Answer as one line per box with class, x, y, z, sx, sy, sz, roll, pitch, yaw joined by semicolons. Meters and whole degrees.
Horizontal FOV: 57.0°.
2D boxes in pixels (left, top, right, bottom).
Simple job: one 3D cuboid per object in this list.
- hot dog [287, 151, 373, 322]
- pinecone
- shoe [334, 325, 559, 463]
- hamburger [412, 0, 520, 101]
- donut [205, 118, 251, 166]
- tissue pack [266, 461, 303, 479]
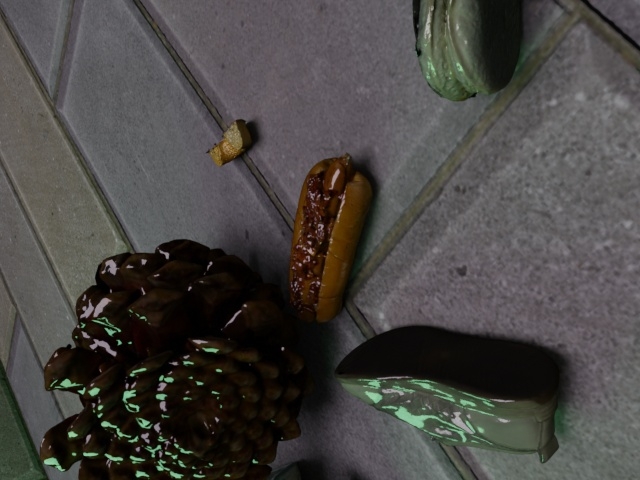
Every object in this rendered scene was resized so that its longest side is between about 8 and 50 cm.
hot dog;0.000;0.000;0.750;0.102;0.076;0.249;40;129;38
pinecone;-0.206;0.161;0.837;0.384;0.384;0.385;16;112;44
shoe;0.128;0.166;0.644;0.274;0.103;0.098;2;116;49
hamburger;0.130;-0.192;0.515;0.062;0.133;0.140;3;112;38
donut;-0.134;-0.140;0.868;0.083;0.067;0.038;-34;92;13
tissue pack;-0.121;0.589;0.882;0.331;0.205;0.405;-23;80;12
